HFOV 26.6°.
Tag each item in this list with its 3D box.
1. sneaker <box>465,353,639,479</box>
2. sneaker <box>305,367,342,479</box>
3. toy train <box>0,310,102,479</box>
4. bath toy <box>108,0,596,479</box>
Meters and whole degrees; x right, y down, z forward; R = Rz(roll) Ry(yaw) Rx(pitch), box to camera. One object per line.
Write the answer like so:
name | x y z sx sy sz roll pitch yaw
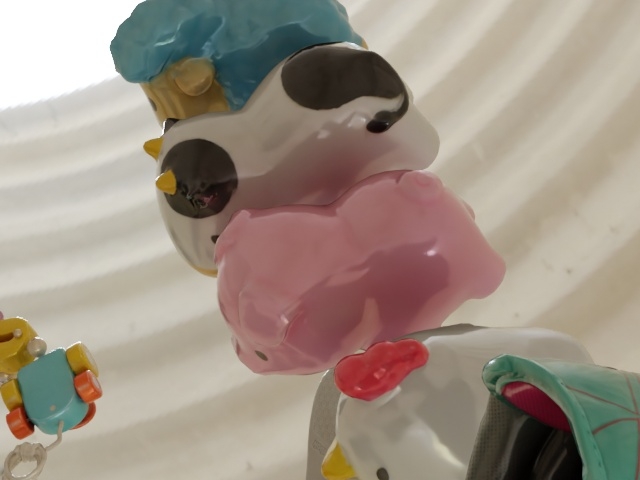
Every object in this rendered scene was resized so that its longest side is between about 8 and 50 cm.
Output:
sneaker | 0.134 0.058 0.349 0.296 0.178 0.124 -54 -151 12
sneaker | 0.048 0.265 1.190 0.104 0.147 0.296 -7 -115 46
toy train | -0.205 0.107 0.842 0.166 0.046 0.125 12 -123 34
bath toy | 0.000 0.000 0.656 0.151 0.129 0.348 -48 -136 17
